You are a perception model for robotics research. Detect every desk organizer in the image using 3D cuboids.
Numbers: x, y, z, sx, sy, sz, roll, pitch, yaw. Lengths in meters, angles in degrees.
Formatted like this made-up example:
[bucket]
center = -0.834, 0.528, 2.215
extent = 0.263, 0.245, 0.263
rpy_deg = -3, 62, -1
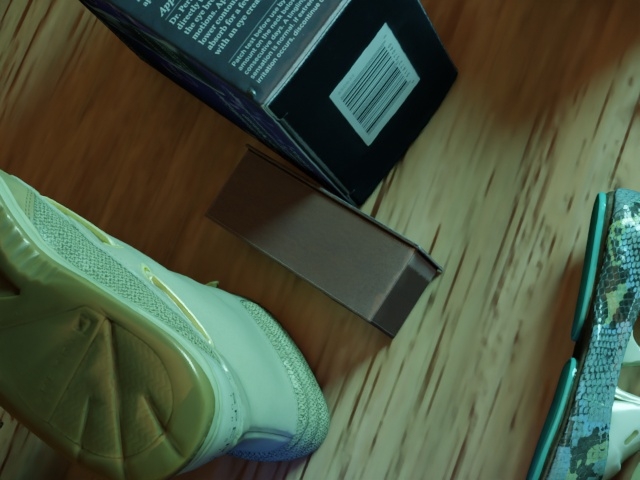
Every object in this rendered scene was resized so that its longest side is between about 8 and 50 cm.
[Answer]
[desk organizer]
center = 0.000, 0.000, 0.690
extent = 0.130, 0.047, 0.050
rpy_deg = 32, 87, 27

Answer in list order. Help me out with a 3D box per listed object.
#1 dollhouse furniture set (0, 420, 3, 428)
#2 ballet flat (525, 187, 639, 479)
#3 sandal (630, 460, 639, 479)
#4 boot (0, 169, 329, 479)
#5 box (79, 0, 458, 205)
[dollhouse furniture set]
center = -0.183, 0.165, 0.593
extent = 0.184, 0.129, 0.129
rpy_deg = 34, 85, -2
[ballet flat]
center = 0.151, 0.065, 0.602
extent = 0.070, 0.070, 0.188
rpy_deg = 12, 79, 24
[sandal]
center = 0.188, 0.199, 0.526
extent = 0.088, 0.079, 0.240
rpy_deg = -5, 36, -3
[boot]
center = -0.124, 0.032, 0.635
extent = 0.262, 0.203, 0.095
rpy_deg = 33, 94, 21
[box]
center = -0.044, -0.135, 0.696
extent = 0.207, 0.153, 0.108
rpy_deg = 35, 87, 28
